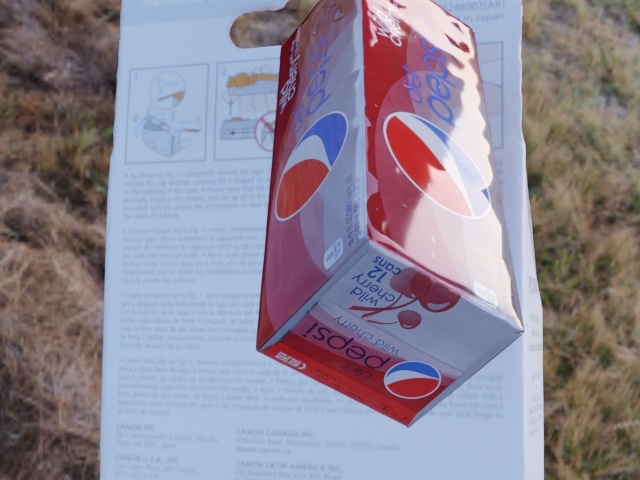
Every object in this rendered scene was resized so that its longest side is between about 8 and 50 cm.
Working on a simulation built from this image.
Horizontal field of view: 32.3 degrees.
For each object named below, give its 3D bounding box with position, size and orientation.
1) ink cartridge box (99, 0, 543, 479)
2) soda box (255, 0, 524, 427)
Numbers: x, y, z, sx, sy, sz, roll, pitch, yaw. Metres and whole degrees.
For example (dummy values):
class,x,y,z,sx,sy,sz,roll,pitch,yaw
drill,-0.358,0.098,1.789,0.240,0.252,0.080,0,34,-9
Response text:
class,x,y,z,sx,sy,sz,roll,pitch,yaw
ink cartridge box,0.000,0.000,0.795,0.308,0.385,0.091,-1,-6,18
soda box,0.031,-0.040,0.568,0.092,0.083,0.263,30,34,-21
